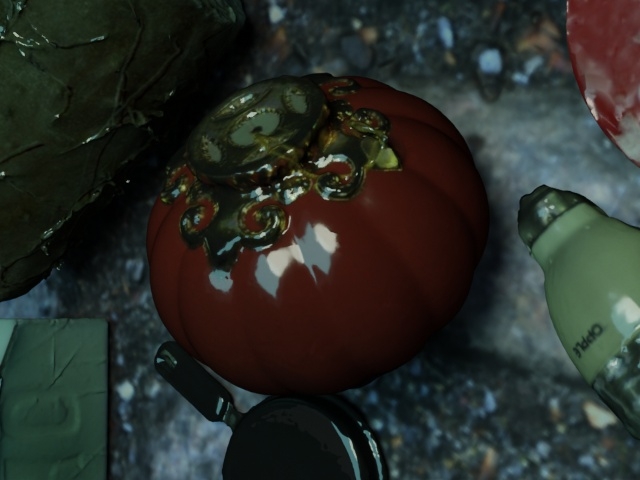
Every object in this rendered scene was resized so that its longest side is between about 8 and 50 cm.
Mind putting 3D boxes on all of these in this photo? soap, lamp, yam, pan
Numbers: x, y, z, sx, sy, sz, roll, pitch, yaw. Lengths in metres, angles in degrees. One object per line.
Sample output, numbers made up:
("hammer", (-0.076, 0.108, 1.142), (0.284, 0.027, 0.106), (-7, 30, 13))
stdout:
("soap", (-0.233, 0.174, 1.231), (0.091, 0.145, 0.230), (-2, 87, 35))
("lamp", (0.000, 0.000, 1.044), (0.227, 0.227, 0.227), (-2, 87, 36))
("yam", (-0.223, -0.132, 1.184), (0.241, 0.241, 0.348), (49, 115, 27))
("pan", (-0.049, 0.146, 1.171), (0.235, 0.028, 0.136), (37, 108, 31))
("lamp", (0.203, 0.065, 0.951), (0.101, 0.101, 0.250), (-47, 65, 24))

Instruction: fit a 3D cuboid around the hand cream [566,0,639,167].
("hand cream", (0.263, -0.122, 0.890), (0.230, 0.149, 0.230), (-4, 83, 36))
